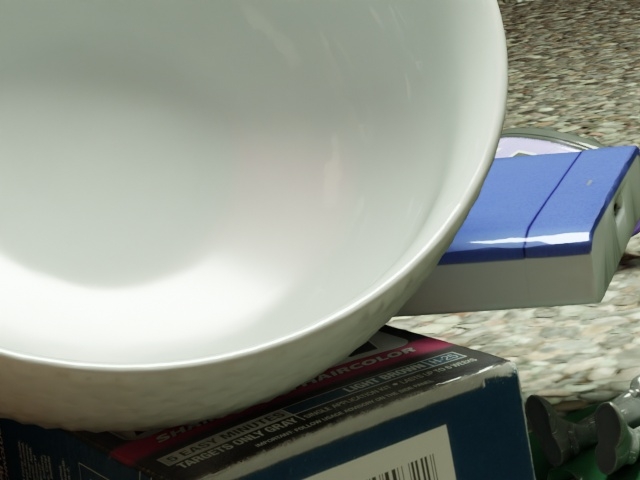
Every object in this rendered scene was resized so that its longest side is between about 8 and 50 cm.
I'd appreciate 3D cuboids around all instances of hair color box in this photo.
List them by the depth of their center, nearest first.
[{"bbox_3d":[-0.065,0.101,0.864,0.174,0.105,0.347,-17,15,-29],"label":"hair color box"}]

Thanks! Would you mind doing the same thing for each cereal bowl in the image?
[{"bbox_3d":[-0.095,-0.061,0.778,0.339,0.339,0.141,-15,-26,-19],"label":"cereal bowl"}]

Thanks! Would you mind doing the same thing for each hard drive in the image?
[{"bbox_3d":[0.000,0.000,0.925,0.318,0.040,0.210,-5,13,18],"label":"hard drive"}]

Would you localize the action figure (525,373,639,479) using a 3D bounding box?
[{"bbox_3d":[0.210,0.070,0.890,0.232,0.063,0.137,-16,11,-37],"label":"action figure"}]

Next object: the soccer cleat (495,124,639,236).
[{"bbox_3d":[0.085,-0.012,1.268,0.318,0.109,0.116,3,40,34],"label":"soccer cleat"}]
